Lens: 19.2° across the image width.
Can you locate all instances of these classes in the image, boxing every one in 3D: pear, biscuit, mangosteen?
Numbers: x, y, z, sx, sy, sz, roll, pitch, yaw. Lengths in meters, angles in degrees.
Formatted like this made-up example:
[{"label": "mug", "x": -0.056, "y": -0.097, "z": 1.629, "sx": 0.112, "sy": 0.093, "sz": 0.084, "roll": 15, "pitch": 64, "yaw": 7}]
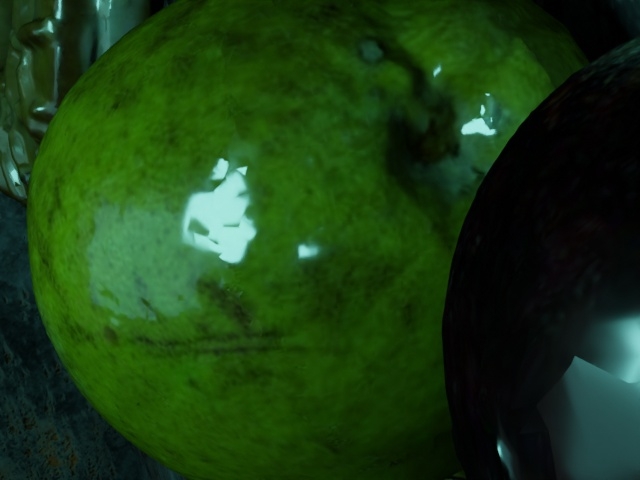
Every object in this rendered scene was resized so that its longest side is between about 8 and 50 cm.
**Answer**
[{"label": "pear", "x": 0.000, "y": 0.000, "z": 1.156, "sx": 0.352, "sy": 0.352, "sz": 0.413, "roll": 67, "pitch": 154, "yaw": 10}, {"label": "biscuit", "x": -0.189, "y": -0.181, "z": 1.362, "sx": 0.332, "sy": 0.103, "sz": 0.332, "roll": 178, "pitch": 90, "yaw": -70}, {"label": "mangosteen", "x": 0.213, "y": 0.025, "z": 0.697, "sx": 0.306, "sy": 0.359, "sz": 0.306, "roll": 38, "pitch": 173, "yaw": 5}]

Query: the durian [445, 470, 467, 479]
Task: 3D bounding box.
[{"label": "durian", "x": 0.065, "y": 0.095, "z": 1.404, "sx": 0.183, "sy": 0.138, "sz": 0.249, "roll": 34, "pitch": -177, "yaw": -33}]
